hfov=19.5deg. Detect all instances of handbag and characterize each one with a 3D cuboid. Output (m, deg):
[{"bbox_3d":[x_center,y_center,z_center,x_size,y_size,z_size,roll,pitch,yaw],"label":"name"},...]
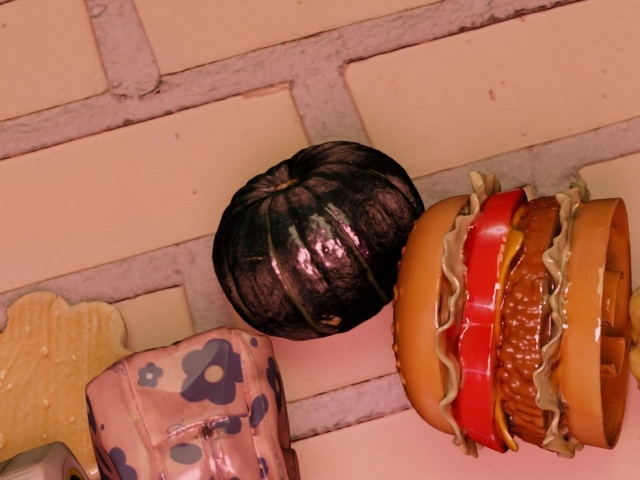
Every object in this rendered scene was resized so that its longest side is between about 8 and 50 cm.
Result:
[{"bbox_3d":[-0.102,0.223,1.674,0.190,0.251,0.193,-17,58,-9],"label":"handbag"}]

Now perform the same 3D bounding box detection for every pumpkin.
[{"bbox_3d":[0.000,0.000,1.849,0.220,0.162,0.220,-24,26,13],"label":"pumpkin"}]

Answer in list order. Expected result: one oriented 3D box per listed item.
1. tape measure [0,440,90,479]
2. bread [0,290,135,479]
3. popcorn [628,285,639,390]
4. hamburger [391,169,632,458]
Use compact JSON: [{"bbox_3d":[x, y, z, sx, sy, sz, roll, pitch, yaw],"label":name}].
[{"bbox_3d":[-0.242,0.309,1.679,0.115,0.207,0.235,-21,95,-1],"label":"tape measure"},{"bbox_3d":[-0.267,0.167,1.857,0.182,0.039,0.250,10,57,12],"label":"bread"},{"bbox_3d":[0.384,0.075,1.742,0.181,0.216,0.235,19,20,24],"label":"popcorn"},{"bbox_3d":[0.173,0.072,1.737,0.212,0.274,0.274,2,56,16],"label":"hamburger"}]
